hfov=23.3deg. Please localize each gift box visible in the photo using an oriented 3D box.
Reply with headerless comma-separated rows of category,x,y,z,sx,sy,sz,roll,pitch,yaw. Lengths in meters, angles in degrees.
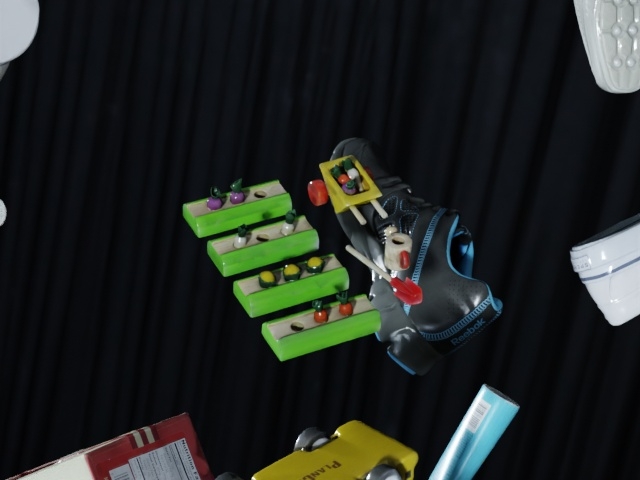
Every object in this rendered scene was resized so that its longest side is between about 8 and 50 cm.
gift box,-0.288,0.359,1.854,0.258,0.255,0.276,-24,170,30

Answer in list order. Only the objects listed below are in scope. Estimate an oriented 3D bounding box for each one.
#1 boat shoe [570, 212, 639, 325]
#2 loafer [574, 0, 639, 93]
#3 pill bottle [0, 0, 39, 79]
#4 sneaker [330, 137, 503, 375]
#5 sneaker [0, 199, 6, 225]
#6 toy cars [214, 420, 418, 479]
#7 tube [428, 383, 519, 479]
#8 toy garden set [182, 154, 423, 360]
boat shoe,0.303,-0.003,1.234,0.226,0.076,0.083,-24,-175,-14
loafer,0.370,-0.346,1.982,0.112,0.320,0.111,-2,180,-21
pill bottle,-0.472,-0.226,1.763,0.188,0.188,0.334,-3,171,-46
sneaker,0.110,-0.002,1.818,0.125,0.139,0.341,41,-158,-49
sneaker,-0.382,-0.031,1.531,0.134,0.051,0.070,12,168,-19
toy cars,-0.022,0.272,1.179,0.176,0.087,0.394,-1,-155,9
tube,0.168,0.276,1.895,0.052,0.207,0.080,31,-175,-7
toy garden set,0.000,0.000,1.559,0.203,0.049,0.244,-16,-138,-22
